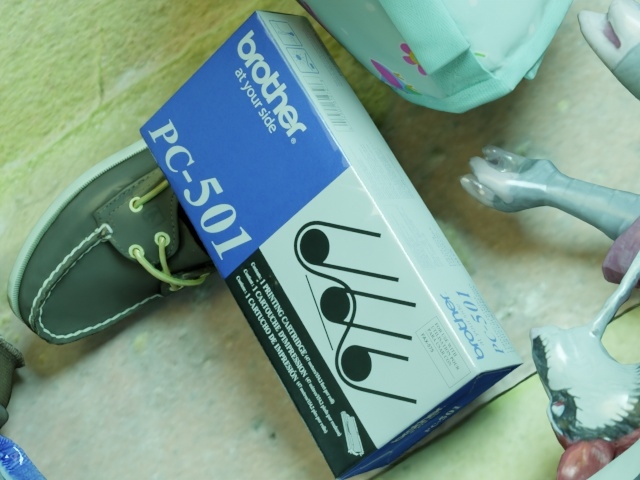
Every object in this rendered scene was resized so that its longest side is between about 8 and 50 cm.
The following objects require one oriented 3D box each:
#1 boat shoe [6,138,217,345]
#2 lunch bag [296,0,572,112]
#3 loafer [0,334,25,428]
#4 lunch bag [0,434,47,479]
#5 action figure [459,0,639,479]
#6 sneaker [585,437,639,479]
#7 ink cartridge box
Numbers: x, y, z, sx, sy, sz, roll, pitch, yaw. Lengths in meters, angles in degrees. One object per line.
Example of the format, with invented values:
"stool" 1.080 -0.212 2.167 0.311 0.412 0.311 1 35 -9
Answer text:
"boat shoe" -0.076 -0.016 0.828 0.228 0.081 0.069 -40 44 4
"lunch bag" 0.016 -0.197 0.733 0.160 0.223 0.262 -33 26 13
"loafer" -0.297 -0.009 0.930 0.366 0.134 0.130 32 79 34
"lunch bag" -0.176 0.295 0.618 0.328 0.239 0.385 -47 64 0
"action figure" 0.217 -0.026 0.615 0.275 0.248 0.370 30 96 -1
"sneaker" 0.157 0.112 0.508 0.321 0.126 0.127 -54 22 35
"ink cartridge box" 0.000 0.000 0.725 0.097 0.046 0.207 -42 69 30
